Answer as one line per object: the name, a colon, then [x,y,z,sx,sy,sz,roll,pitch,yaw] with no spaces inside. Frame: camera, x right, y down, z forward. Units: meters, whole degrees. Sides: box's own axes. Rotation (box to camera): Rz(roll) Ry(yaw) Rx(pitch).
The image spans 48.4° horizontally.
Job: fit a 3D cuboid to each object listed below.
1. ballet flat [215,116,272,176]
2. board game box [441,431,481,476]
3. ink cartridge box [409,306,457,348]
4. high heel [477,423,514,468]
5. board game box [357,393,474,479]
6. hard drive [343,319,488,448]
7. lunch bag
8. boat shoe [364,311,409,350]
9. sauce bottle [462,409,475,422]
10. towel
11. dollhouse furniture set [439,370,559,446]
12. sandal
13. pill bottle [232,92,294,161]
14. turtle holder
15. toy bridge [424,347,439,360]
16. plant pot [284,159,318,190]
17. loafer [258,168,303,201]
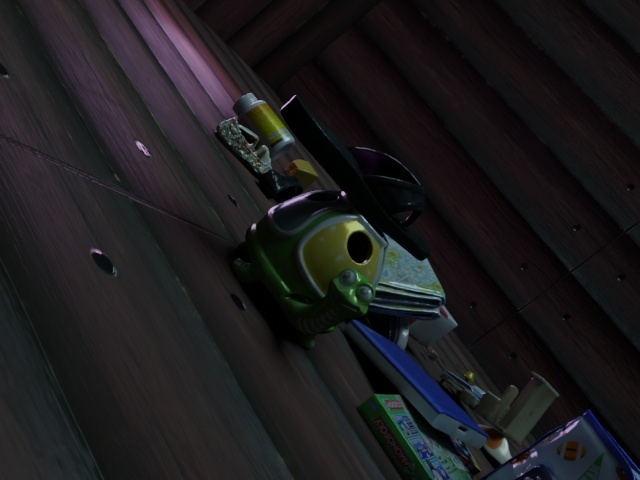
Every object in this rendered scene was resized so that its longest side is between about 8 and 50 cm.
ballet flat: [-0.187,-0.244,1.940,0.241,0.077,0.091,44,10,-42]
board game box: [0.278,0.442,1.611,0.141,0.048,0.170,46,10,-40]
ink cartridge box: [0.257,0.151,2.163,0.226,0.131,0.306,38,18,-56]
high heel: [0.529,0.645,2.065,0.244,0.082,0.117,39,-34,31]
board game box: [0.191,0.394,1.364,0.213,0.046,0.317,54,9,22]
hard drive: [0.201,0.305,1.531,0.210,0.040,0.319,35,5,-43]
lunch bag: [0.461,0.540,1.242,0.385,0.328,0.239,58,12,28]
boat shoe: [0.120,0.155,1.839,0.158,0.127,0.340,16,35,-18]
sauce bottle: [0.393,0.496,1.989,0.128,0.042,0.042,48,9,-31]
towel: [0.120,0.045,1.798,0.321,0.090,0.374,12,32,-22]
dollhouse furniture set: [0.508,0.427,2.165,0.303,0.198,0.286,34,-6,48]
sandal: [0.103,-0.103,1.240,0.446,0.107,0.167,42,12,-44]
pill bottle: [-0.188,-0.367,2.298,0.215,0.117,0.117,53,9,6]
turtle holder: [-0.008,0.031,1.234,0.243,0.227,0.320,52,8,4]
toy bridge: [0.350,0.336,2.474,0.063,0.026,0.188,44,11,-34]
plant pot: [-0.075,-0.234,2.474,0.083,0.081,0.081,23,28,-51]
loafer: [-0.102,-0.141,1.983,0.078,0.076,0.223,59,15,13]
